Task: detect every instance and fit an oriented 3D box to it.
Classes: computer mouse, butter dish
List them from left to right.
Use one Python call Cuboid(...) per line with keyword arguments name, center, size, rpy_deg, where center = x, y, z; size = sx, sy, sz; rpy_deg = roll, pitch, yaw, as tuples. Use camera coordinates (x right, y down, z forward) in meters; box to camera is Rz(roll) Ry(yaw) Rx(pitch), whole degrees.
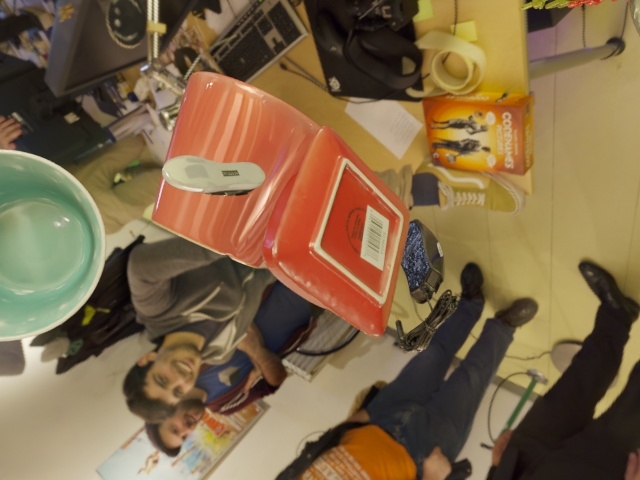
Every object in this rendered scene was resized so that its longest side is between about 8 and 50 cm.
Cuboid(name="butter dish", center=(0.000, 0.000, 0.480), size=(0.118, 0.160, 0.160), rpy_deg=(-14, 138, 43))
Cuboid(name="computer mouse", center=(0.199, 0.093, 0.951), size=(0.060, 0.262, 0.184), rpy_deg=(13, 126, -18))

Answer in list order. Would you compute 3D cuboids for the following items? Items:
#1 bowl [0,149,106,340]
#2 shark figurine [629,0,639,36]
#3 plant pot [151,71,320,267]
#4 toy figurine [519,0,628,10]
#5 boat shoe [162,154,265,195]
Cuboid(name="bowl", center=(-0.531, 0.008, 0.850), size=(0.312, 0.311, 0.163), rpy_deg=(51, 170, -9))
Cuboid(name="shark figurine", center=(0.523, -0.422, 0.752), size=(0.166, 0.116, 0.278), rpy_deg=(34, 113, 53))
Cuboid(name="plant pot", center=(-0.141, -0.101, 0.806), size=(0.274, 0.243, 0.275), rpy_deg=(24, 176, 2))
Cuboid(name="toy figurine", center=(0.544, -0.554, 0.863), size=(0.191, 0.362, 0.217), rpy_deg=(-148, 48, -63))
Cuboid(name="boat shoe", center=(-0.137, -0.076, 0.617), size=(0.040, 0.142, 0.049), rpy_deg=(-40, 63, 43))
